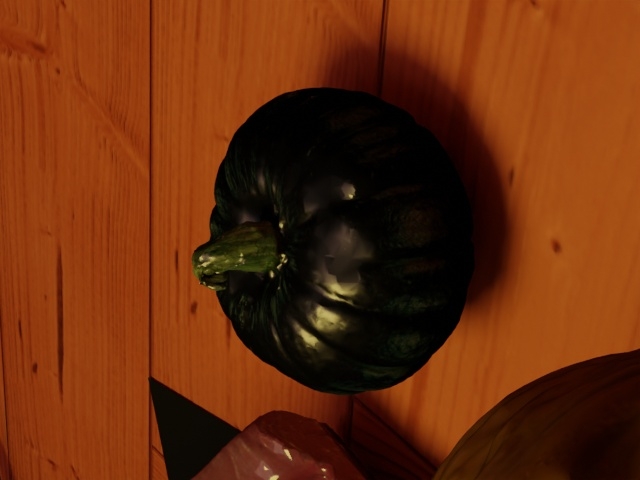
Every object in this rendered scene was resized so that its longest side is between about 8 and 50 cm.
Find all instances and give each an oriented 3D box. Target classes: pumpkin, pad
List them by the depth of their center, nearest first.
[{"bbox_3d":[0.011,-0.001,1.216,0.194,0.150,0.194,0,91,25],"label":"pumpkin"},{"bbox_3d":[-0.079,0.197,1.618,0.190,0.004,0.127,24,130,47],"label":"pad"}]

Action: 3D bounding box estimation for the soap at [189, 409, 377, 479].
[{"bbox_3d":[-0.072,0.308,1.347,0.233,0.359,0.128,48,-178,26],"label":"soap"}]

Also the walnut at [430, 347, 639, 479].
[{"bbox_3d":[0.158,0.226,0.923,0.308,0.398,0.354,40,170,-32],"label":"walnut"}]
